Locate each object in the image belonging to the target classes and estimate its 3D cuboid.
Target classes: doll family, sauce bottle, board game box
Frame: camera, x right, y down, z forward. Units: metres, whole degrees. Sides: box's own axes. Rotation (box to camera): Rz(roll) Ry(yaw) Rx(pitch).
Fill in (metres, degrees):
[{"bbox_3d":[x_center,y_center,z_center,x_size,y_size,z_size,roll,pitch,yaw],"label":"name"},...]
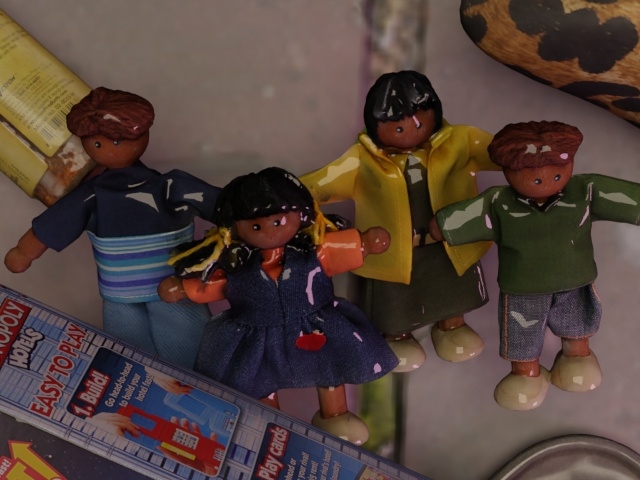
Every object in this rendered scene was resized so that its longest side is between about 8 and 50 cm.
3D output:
[{"bbox_3d":[0.000,0.000,0.451,0.193,0.076,0.111,-14,121,-7],"label":"doll family"},{"bbox_3d":[-0.120,-0.064,0.478,0.128,0.042,0.042,44,88,0],"label":"sauce bottle"},{"bbox_3d":[-0.055,0.114,0.437,0.194,0.060,0.194,38,113,-9],"label":"board game box"}]

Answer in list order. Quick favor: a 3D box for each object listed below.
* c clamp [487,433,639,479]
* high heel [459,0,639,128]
[{"bbox_3d":[0.089,0.152,0.486,0.137,0.022,0.160,-33,90,-2],"label":"c clamp"},{"bbox_3d":[0.163,0.012,0.453,0.261,0.093,0.186,8,82,-10],"label":"high heel"}]
